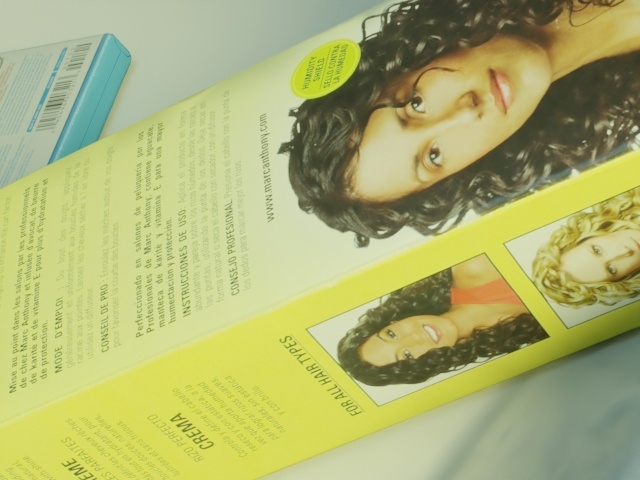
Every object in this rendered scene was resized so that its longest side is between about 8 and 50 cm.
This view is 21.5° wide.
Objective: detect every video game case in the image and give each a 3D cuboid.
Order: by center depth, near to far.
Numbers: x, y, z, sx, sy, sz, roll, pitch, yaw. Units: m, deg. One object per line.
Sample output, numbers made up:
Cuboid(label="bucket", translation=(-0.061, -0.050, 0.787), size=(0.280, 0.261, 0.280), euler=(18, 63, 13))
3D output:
Cuboid(label="video game case", translation=(-0.148, -0.010, 0.565), size=(0.166, 0.015, 0.119), euler=(-5, 53, 34))

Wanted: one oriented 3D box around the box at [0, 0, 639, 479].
Cuboid(label="box", translation=(0.000, 0.000, 0.413), size=(0.232, 0.058, 0.087), euler=(-25, 43, 18))
